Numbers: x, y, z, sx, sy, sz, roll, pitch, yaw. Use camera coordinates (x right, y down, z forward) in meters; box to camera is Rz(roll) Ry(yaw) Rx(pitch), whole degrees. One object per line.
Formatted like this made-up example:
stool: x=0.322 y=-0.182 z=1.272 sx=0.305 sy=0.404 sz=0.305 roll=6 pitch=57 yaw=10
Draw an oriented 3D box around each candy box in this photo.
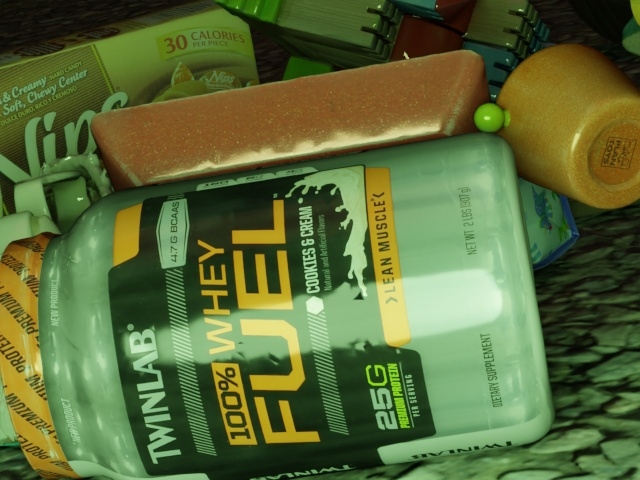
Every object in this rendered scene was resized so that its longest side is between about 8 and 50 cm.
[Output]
candy box: x=-0.209 y=-0.106 z=1.805 sx=0.316 sy=0.183 sz=0.087 roll=-18 pitch=18 yaw=-24

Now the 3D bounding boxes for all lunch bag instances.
lunch bag: x=0.100 y=-0.006 z=1.434 sx=0.129 sy=0.096 sz=0.151 roll=-6 pitch=22 yaw=41

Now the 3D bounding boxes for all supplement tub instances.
supplement tub: x=-0.025 y=0.050 z=1.150 sx=0.316 sy=0.194 sz=0.193 roll=-10 pitch=16 yaw=6

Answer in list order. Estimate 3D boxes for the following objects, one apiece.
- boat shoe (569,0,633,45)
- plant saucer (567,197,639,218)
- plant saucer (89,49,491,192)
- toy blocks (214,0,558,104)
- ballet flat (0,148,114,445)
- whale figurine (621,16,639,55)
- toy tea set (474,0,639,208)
boat shoe: x=0.391 y=-0.265 z=2.090 sx=0.095 sy=0.095 sz=0.257 roll=-45 pitch=40 yaw=-19
plant saucer: x=0.211 y=-0.069 z=1.669 sx=0.277 sy=0.041 sz=0.278 roll=-9 pitch=16 yaw=3
plant saucer: x=0.000 y=0.000 z=1.274 sx=0.258 sy=0.259 sz=0.048 roll=-9 pitch=46 yaw=6
toy blocks: x=0.098 y=-0.196 z=1.828 sx=0.261 sy=0.191 sz=0.381 roll=16 pitch=-4 yaw=23
ballet flat: x=-0.223 y=0.026 z=1.466 sx=0.147 sy=0.147 sz=0.409 roll=-9 pitch=17 yaw=5
whale figurine: x=0.402 y=-0.227 z=1.670 sx=0.272 sy=0.141 sz=0.216 roll=-7 pitch=-8 yaw=-9
toy tea set: x=0.257 y=-0.061 z=1.249 sx=0.200 sy=0.336 sz=0.124 roll=-48 pitch=31 yaw=2
